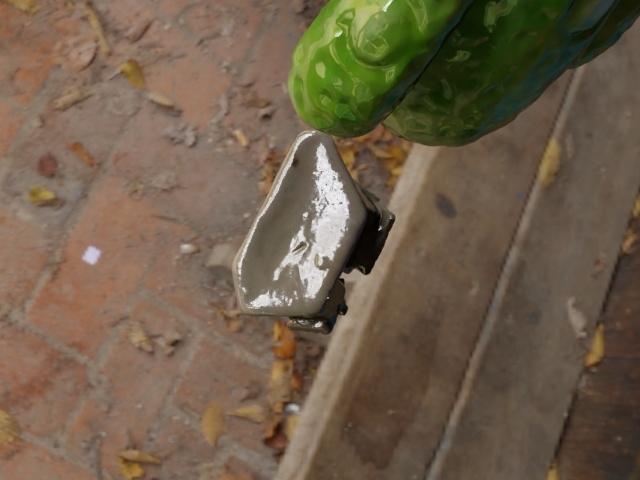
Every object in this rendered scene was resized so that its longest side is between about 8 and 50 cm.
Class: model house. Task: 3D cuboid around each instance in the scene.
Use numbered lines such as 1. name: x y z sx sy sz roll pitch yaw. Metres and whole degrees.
1. model house: 0.004 0.002 1.237 0.229 0.122 0.188 -66 157 -1

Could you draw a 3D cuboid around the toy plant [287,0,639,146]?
1. toy plant: 0.096 -0.142 0.411 0.224 0.316 0.184 -31 70 -26
